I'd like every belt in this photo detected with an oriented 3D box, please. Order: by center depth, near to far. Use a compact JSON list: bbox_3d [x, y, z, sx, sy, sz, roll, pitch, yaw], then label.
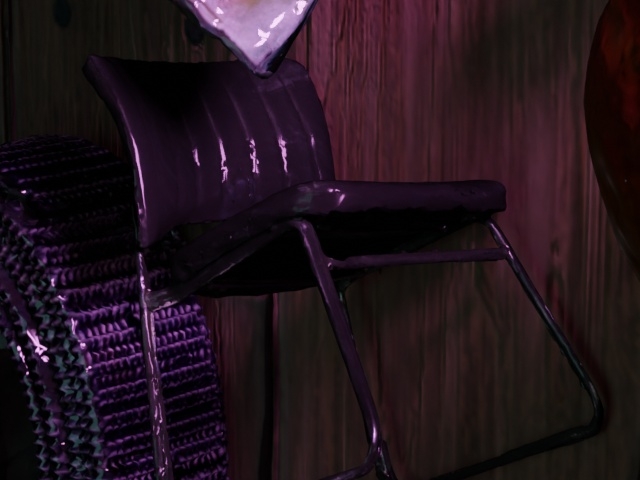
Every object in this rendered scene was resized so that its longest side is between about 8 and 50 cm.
[{"bbox_3d":[-0.167,0.104,1.015,0.260,0.122,0.325,9,107,42],"label":"belt"}]

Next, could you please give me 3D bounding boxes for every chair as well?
[{"bbox_3d":[0.000,0.000,0.781,0.145,0.140,0.221,-29,71,45],"label":"chair"}]

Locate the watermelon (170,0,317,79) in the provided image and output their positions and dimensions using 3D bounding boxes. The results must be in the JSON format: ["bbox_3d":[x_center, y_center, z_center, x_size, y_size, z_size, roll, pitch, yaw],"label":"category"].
[{"bbox_3d":[-0.083,-0.233,0.767,0.320,0.213,0.289,60,136,40],"label":"watermelon"}]

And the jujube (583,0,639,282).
[{"bbox_3d":[0.202,-0.043,0.495,0.255,0.190,0.190,-9,91,38],"label":"jujube"}]
